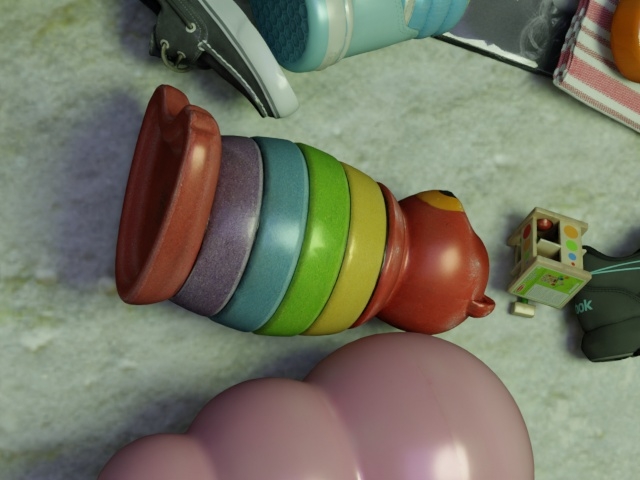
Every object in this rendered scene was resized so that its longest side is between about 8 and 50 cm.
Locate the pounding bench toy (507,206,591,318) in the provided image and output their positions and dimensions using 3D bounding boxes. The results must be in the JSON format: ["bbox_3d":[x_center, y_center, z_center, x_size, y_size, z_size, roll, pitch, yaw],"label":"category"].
[{"bbox_3d":[0.188,0.021,1.059,0.052,0.083,0.065,17,51,-14],"label":"pounding bench toy"}]

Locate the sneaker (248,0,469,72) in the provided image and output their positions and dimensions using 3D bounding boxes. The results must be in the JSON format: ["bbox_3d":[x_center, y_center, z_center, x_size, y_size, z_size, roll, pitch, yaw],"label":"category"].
[{"bbox_3d":[0.025,-0.297,1.017,0.208,0.127,0.319,-11,82,-26],"label":"sneaker"}]

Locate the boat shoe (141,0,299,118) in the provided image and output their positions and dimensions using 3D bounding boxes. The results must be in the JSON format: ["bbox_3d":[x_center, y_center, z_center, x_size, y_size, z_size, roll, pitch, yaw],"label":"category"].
[{"bbox_3d":[-0.109,-0.175,0.981,0.076,0.080,0.228,-38,84,-4],"label":"boat shoe"}]

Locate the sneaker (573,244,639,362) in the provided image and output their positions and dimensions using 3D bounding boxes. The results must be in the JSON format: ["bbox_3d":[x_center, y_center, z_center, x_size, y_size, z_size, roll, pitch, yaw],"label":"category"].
[{"bbox_3d":[0.344,0.023,1.057,0.267,0.101,0.106,-15,78,-3],"label":"sneaker"}]

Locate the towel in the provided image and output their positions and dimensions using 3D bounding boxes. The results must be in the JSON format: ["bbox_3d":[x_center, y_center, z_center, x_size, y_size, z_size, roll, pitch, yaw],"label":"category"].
[{"bbox_3d":[0.288,-0.197,1.097,0.144,0.029,0.197,23,81,-26],"label":"towel"}]

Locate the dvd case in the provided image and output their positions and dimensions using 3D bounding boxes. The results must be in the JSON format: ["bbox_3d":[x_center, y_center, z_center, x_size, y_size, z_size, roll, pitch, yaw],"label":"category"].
[{"bbox_3d":[0.203,-0.259,1.098,0.164,0.018,0.221,18,82,-11],"label":"dvd case"}]

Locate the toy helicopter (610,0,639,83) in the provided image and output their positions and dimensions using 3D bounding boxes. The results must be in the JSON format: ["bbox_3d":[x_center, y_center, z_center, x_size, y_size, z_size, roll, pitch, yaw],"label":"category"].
[{"bbox_3d":[0.372,-0.294,1.042,0.235,0.140,0.355,-8,101,-40],"label":"toy helicopter"}]

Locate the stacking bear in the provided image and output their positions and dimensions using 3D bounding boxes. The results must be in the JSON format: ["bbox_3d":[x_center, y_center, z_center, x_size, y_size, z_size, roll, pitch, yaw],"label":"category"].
[{"bbox_3d":[0.000,0.000,0.966,0.289,0.175,0.164,13,101,-21],"label":"stacking bear"}]

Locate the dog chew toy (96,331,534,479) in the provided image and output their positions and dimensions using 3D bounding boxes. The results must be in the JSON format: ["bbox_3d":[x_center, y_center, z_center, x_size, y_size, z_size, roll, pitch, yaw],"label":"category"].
[{"bbox_3d":[-0.013,0.185,0.907,0.331,0.206,0.207,-10,88,-21],"label":"dog chew toy"}]
